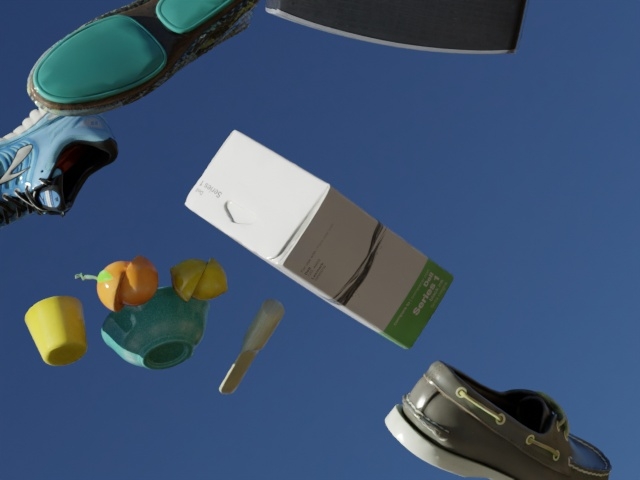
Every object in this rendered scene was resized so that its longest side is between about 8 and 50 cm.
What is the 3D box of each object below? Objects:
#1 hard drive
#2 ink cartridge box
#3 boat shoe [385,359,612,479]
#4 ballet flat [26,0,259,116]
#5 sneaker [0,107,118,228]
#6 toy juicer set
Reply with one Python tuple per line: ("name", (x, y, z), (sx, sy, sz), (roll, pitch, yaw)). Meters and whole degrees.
("hard drive", (0.081, -0.263, 1.714), (0.054, 0.255, 0.172), (-84, 4, -62))
("ink cartridge box", (0.000, 0.000, 1.727), (0.219, 0.160, 0.092), (36, -93, -46))
("boat shoe", (0.203, 0.200, 1.844), (0.305, 0.109, 0.091), (21, -73, -38))
("ballet flat", (-0.112, -0.128, 1.196), (0.188, 0.070, 0.070), (-33, -30, -21))
("sneaker", (-0.216, -0.041, 1.293), (0.162, 0.073, 0.063), (-39, -39, -12))
("toy juicer set", (-0.170, 0.081, 2.137), (0.329, 0.089, 0.209), (16, -48, -44))
